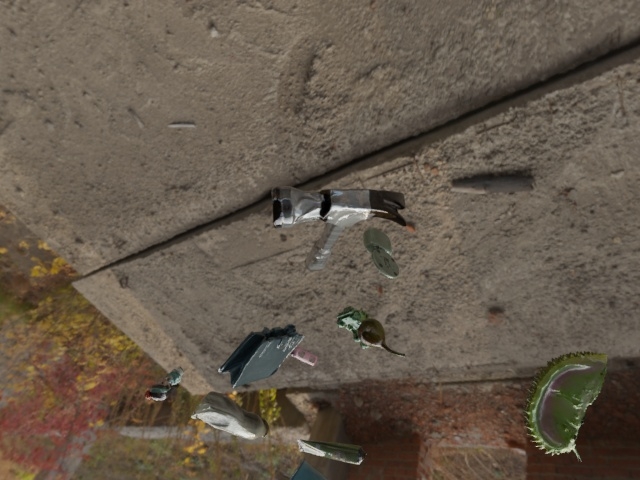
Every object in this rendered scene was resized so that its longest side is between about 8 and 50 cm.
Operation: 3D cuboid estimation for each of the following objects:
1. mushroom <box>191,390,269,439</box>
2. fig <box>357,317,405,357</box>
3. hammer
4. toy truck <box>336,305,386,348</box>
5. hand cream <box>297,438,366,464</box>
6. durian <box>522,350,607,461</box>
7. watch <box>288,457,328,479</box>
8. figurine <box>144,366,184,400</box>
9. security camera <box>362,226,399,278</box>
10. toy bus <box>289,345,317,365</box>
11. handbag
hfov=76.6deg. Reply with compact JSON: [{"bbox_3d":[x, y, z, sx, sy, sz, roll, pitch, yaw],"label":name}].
[{"bbox_3d":[-0.288,0.594,1.350,0.109,0.097,0.351,31,166,50],"label":"mushroom"},{"bbox_3d":[0.268,0.446,1.789,0.236,0.124,0.124,40,138,22],"label":"fig"},{"bbox_3d":[0.000,0.001,0.605,0.152,0.044,0.427,-2,169,-8],"label":"hammer"},{"bbox_3d":[0.201,0.408,1.976,0.259,0.135,0.128,41,133,-24],"label":"toy truck"},{"bbox_3d":[0.038,0.712,1.370,0.234,0.055,0.087,3,128,12],"label":"hand cream"},{"bbox_3d":[0.720,0.486,1.220,0.169,0.157,0.356,19,108,44],"label":"durian"},{"bbox_3d":[-0.042,0.476,0.690,0.210,0.193,0.211,1,93,17],"label":"watch"},{"bbox_3d":[-0.402,0.372,1.053,0.059,0.106,0.047,-5,107,19],"label":"figurine"},{"bbox_3d":[0.267,0.065,1.826,0.157,0.302,0.080,30,122,-25],"label":"security camera"},{"bbox_3d":[-0.099,0.593,2.111,0.090,0.063,0.203,6,155,45],"label":"toy bus"},{"bbox_3d":[-0.150,0.308,1.115,0.062,0.229,0.179,44,101,23],"label":"handbag"}]
